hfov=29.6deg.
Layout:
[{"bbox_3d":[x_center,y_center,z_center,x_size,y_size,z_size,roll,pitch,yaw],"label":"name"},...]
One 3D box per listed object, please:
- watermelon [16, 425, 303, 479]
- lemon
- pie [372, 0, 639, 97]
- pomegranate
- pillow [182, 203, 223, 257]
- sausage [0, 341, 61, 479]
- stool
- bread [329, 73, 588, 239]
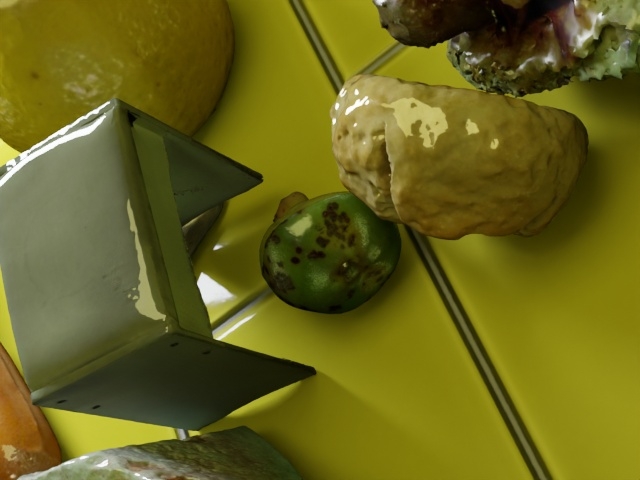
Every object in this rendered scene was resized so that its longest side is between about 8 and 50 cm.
[{"bbox_3d":[-0.153,0.270,1.078,0.387,0.258,0.228,-174,104,-75],"label":"watermelon"},{"bbox_3d":[-0.296,-0.273,1.423,0.364,0.364,0.364,-16,60,29],"label":"lemon"},{"bbox_3d":[0.301,-0.279,1.102,0.418,0.180,0.395,8,53,33],"label":"pie"},{"bbox_3d":[0.007,0.012,1.218,0.143,0.122,0.169,-32,10,-16],"label":"pomegranate"},{"bbox_3d":[-0.197,0.018,1.410,0.130,0.033,0.217,17,79,38],"label":"pillow"},{"bbox_3d":[-0.387,0.197,1.416,0.105,0.105,0.274,-49,50,6],"label":"sausage"},{"bbox_3d":[-0.163,0.035,1.203,0.170,0.269,0.244,-27,65,22],"label":"stool"},{"bbox_3d":[0.121,-0.073,1.104,0.244,0.244,0.134,12,97,39],"label":"bread"}]
